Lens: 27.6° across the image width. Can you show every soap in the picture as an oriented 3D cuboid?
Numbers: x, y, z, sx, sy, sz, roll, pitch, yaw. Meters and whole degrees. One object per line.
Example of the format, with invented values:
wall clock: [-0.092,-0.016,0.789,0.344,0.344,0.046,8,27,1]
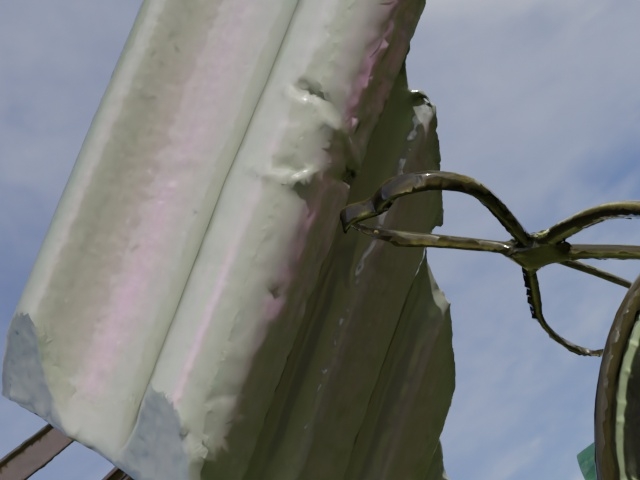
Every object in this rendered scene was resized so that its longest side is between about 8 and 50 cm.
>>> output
soap: [0.000,0.000,0.683,0.258,0.159,0.302,30,-100,-50]

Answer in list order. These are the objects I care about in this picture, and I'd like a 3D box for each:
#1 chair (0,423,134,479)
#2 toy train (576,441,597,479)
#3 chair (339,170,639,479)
chair: [-0.096,0.136,0.963,0.326,0.175,0.183,-41,12,17]
toy train: [0.268,0.166,1.048,0.081,0.050,0.122,20,-53,-34]
chair: [0.140,0.057,0.408,0.160,0.170,0.325,23,-22,-30]
